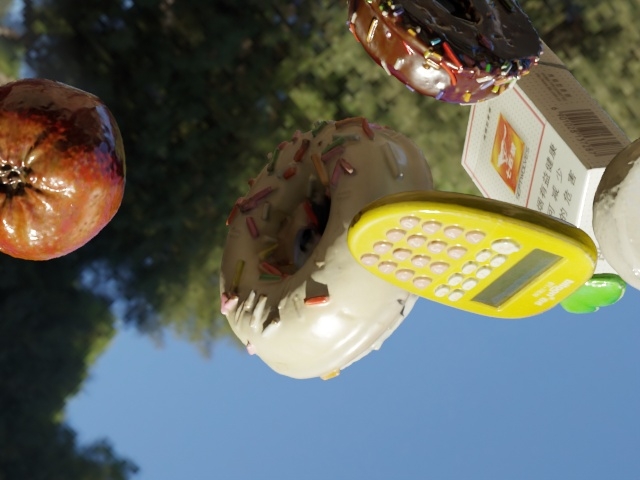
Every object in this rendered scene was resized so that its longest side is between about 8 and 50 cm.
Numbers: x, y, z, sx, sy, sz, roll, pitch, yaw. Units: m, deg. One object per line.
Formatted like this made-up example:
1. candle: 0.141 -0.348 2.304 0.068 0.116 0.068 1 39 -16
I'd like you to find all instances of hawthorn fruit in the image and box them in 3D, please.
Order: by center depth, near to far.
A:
1. hawthorn fruit: -0.277 -0.078 1.569 0.179 0.179 0.200 -36 -173 12

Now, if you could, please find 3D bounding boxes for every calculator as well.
1. calculator: 0.134 0.014 1.249 0.146 0.235 0.032 135 -35 -53

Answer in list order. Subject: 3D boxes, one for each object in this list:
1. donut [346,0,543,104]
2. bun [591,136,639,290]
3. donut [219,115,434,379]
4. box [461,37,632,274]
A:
1. donut: 0.129 -0.239 1.738 0.089 0.235 0.235 -55 -167 35
2. bun: 0.273 -0.023 1.245 0.138 0.138 0.094 -46 -161 -10
3. donut: 0.000 0.000 2.135 0.382 0.142 0.383 -31 -135 37
4. box: 0.303 -0.104 2.084 0.095 0.210 0.330 -8 -142 -20
